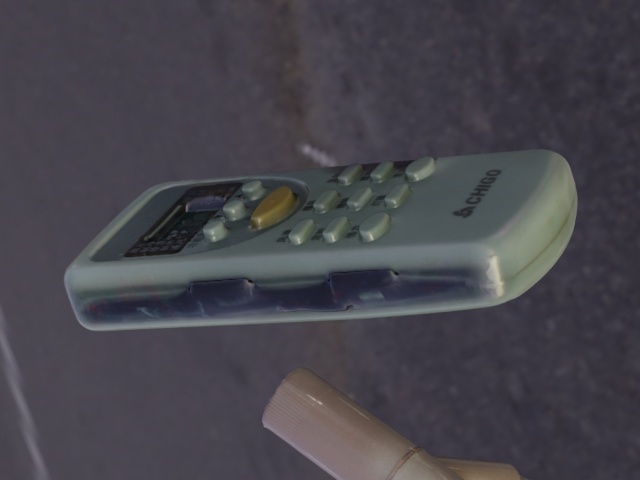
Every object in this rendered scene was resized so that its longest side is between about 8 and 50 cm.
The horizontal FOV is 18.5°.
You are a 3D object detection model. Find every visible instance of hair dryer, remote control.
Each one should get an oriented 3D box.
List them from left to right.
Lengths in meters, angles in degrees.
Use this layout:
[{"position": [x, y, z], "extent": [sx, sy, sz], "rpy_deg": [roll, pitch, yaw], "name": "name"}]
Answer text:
[{"position": [0.000, 0.000, 1.143], "extent": [0.296, 0.140, 0.056], "rpy_deg": [-5, 117, 28], "name": "remote control"}, {"position": [0.083, 0.158, 1.426], "extent": [0.195, 0.220, 0.053], "rpy_deg": [34, 104, 20], "name": "hair dryer"}]
